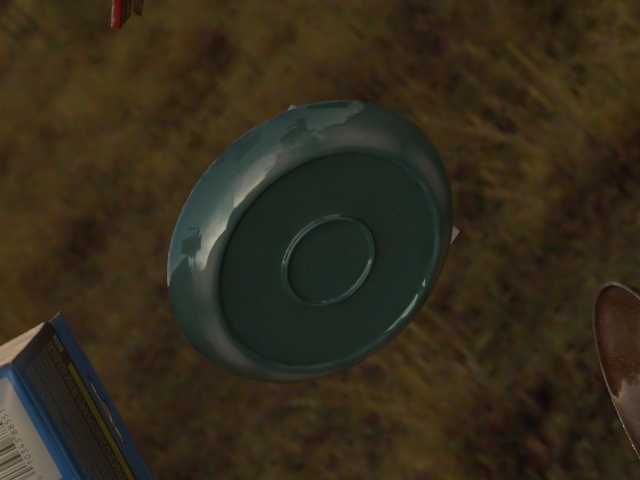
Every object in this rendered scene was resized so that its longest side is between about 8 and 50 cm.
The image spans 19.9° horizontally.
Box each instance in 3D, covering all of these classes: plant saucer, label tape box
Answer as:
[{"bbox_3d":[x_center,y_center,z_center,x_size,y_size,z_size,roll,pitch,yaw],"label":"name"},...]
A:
[{"bbox_3d":[0.257,0.115,1.310,0.036,0.199,0.198,-23,9,-11],"label":"plant saucer"},{"bbox_3d":[-0.271,0.220,1.843,0.106,0.241,0.334,-28,5,2],"label":"label tape box"},{"bbox_3d":[0.002,0.014,1.824,0.317,0.317,0.044,-48,39,3],"label":"plant saucer"}]

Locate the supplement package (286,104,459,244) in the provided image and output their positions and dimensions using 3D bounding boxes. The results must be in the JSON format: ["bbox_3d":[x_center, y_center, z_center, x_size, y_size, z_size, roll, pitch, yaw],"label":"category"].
[{"bbox_3d":[0.000,0.000,2.287,0.204,0.262,0.145,-54,2,-13],"label":"supplement package"}]

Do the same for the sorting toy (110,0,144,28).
[{"bbox_3d":[-0.171,-0.312,1.541,0.132,0.046,0.275,-74,-9,-65],"label":"sorting toy"}]
